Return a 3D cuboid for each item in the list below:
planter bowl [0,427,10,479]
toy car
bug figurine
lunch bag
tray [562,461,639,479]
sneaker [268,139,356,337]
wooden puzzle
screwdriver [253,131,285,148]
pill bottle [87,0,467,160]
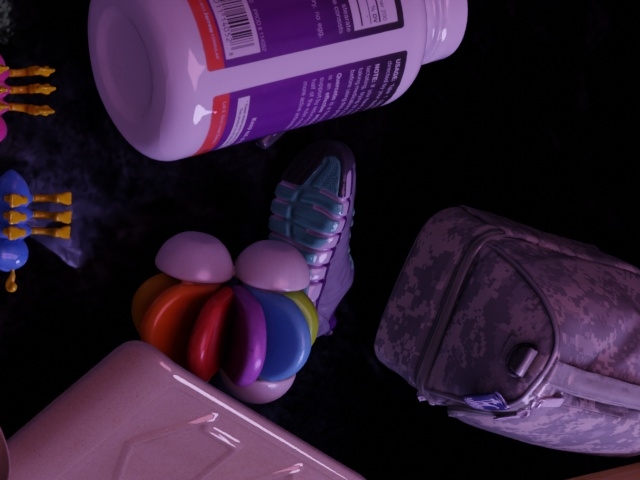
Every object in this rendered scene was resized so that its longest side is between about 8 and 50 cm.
[{"bbox_3d":[-0.367,0.187,1.599,0.109,0.162,0.162,-37,132,16],"label":"planter bowl"},{"bbox_3d":[-0.087,0.084,1.733,0.182,0.136,0.159,7,106,-12],"label":"toy car"},{"bbox_3d":[-0.314,-0.065,1.522,0.279,0.072,0.216,4,92,-61],"label":"bug figurine"},{"bbox_3d":[0.245,0.113,1.921,0.305,0.256,0.212,17,99,-39],"label":"lunch bag"},{"bbox_3d":[0.215,0.369,1.994,0.411,0.076,0.203,-14,126,11],"label":"tray"},{"bbox_3d":[0.000,0.000,1.829,0.098,0.083,0.223,-11,123,-53],"label":"sneaker"},{"bbox_3d":[-0.166,0.257,1.757,0.322,0.080,0.348,-40,127,16],"label":"wooden puzzle"},{"bbox_3d":[-0.007,-0.154,1.782,0.025,0.024,0.170,42,75,-11],"label":"screwdriver"},{"bbox_3d":[-0.034,-0.190,1.639,0.323,0.181,0.181,-16,119,-29],"label":"pill bottle"}]
